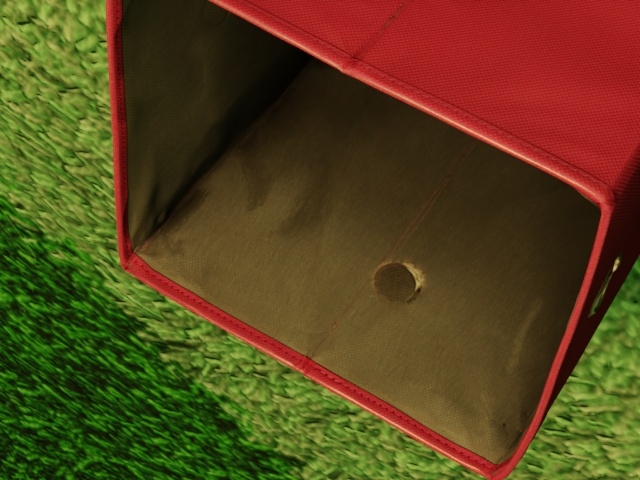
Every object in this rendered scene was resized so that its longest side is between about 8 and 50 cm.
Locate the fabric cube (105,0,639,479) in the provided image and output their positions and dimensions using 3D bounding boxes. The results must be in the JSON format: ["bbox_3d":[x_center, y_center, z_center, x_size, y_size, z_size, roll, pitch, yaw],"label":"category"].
[{"bbox_3d":[0.067,-0.081,0.777,0.259,0.258,0.254,29,146,15],"label":"fabric cube"}]
